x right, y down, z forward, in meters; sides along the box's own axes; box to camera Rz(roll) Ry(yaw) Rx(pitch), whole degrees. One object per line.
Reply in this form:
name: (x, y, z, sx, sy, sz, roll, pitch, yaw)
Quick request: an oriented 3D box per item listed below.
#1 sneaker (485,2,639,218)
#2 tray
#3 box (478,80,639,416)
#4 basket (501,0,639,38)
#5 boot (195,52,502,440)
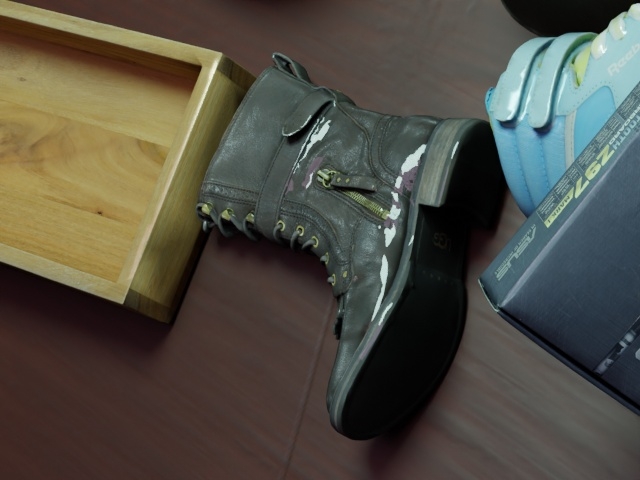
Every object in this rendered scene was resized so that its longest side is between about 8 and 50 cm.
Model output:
sneaker: (0.209, -0.132, 1.255, 0.208, 0.127, 0.319, 25, 105, 40)
tray: (-0.258, -0.087, 1.575, 0.410, 0.076, 0.203, 17, 82, 33)
box: (0.236, -0.006, 1.152, 0.233, 0.183, 0.059, -51, 17, 10)
basket: (0.168, -0.247, 1.298, 0.204, 0.227, 0.154, -12, 68, 25)
boot: (0.000, 0.000, 1.403, 0.229, 0.091, 0.263, 13, 76, 38)
